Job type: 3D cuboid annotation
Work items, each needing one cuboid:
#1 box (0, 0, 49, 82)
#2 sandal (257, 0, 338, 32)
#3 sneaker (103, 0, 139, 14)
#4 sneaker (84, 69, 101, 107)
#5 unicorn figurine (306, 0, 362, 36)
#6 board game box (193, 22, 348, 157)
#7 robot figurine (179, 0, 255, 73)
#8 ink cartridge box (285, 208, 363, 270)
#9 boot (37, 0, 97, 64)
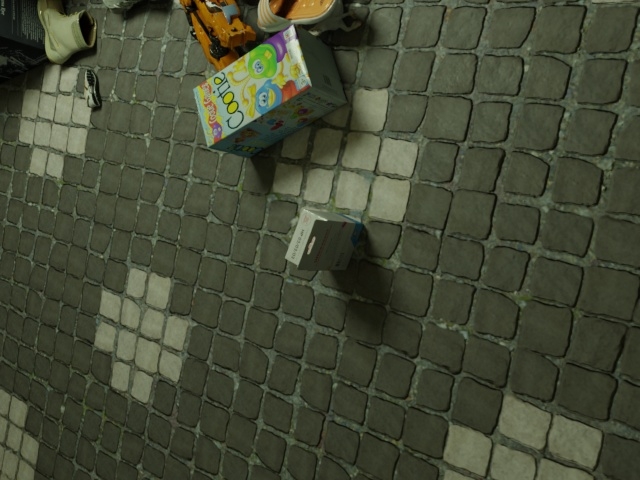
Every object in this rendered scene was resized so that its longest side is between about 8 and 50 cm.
[{"bbox_3d":[-0.982,-0.606,1.708,0.343,0.312,0.179,-8,84,32],"label":"box"},{"bbox_3d":[-0.062,-0.495,1.225,0.265,0.076,0.102,16,79,51],"label":"sandal"},{"bbox_3d":[-0.494,-0.635,1.543,0.262,0.099,0.121,33,114,36],"label":"sneaker"},{"bbox_3d":[-0.634,-0.415,1.643,0.043,0.040,0.109,-16,80,33],"label":"sneaker"},{"bbox_3d":[0.030,-0.468,1.227,0.111,0.060,0.162,7,76,32],"label":"unicorn figurine"},{"bbox_3d":[-0.108,-0.302,1.250,0.275,0.144,0.142,-23,76,28],"label":"board game box"},{"bbox_3d":[-0.240,-0.501,1.343,0.291,0.084,0.211,61,157,23],"label":"robot figurine"},{"bbox_3d":[0.000,0.000,1.150,0.061,0.181,0.105,27,102,30],"label":"ink cartridge box"},{"bbox_3d":[-0.705,-0.618,1.674,0.165,0.077,0.214,-10,88,32],"label":"boot"}]
